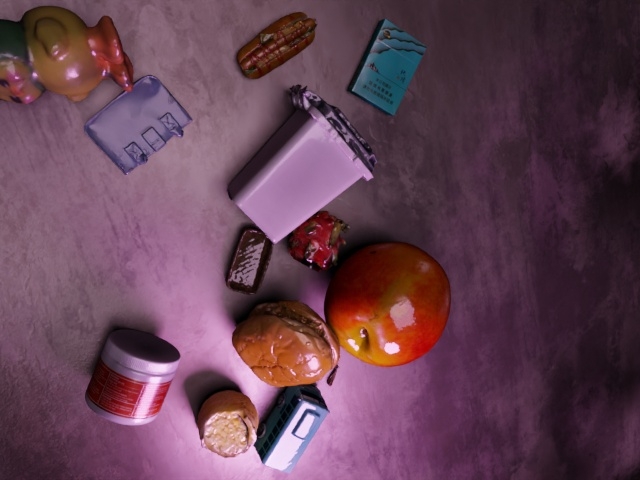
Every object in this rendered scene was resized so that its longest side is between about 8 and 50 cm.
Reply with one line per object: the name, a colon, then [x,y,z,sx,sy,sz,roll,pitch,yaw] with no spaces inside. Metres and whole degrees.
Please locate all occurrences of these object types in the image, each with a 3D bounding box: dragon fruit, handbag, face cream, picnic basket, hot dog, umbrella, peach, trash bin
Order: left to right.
face cream: [-0.504,0.366,1.433,0.201,0.201,0.187,21,95,-24]
handbag: [-0.462,-0.295,1.363,0.229,0.062,0.179,-43,117,-6]
picnic basket: [-0.207,0.058,1.549,0.110,0.055,0.193,17,96,-25]
hot dog: [-0.111,-0.530,1.429,0.250,0.076,0.104,-34,112,-8]
trash bin: [-0.075,-0.204,1.445,0.368,0.256,0.296,-42,116,2]
dragon fruit: [0.000,0.000,1.563,0.167,0.160,0.172,29,87,17]
umbrella: [0.041,0.453,1.761,0.020,0.031,0.083,29,90,7]
peach: [0.206,0.177,1.578,0.388,0.388,0.388,-5,105,-20]

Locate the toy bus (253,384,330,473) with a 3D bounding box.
toy bus: [-0.090,0.584,1.678,0.128,0.147,0.256,32,92,-26]

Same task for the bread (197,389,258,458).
bread: [-0.274,0.553,1.588,0.197,0.170,0.197,-1,96,-11]

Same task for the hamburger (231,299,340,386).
hamburger: [-0.092,0.309,1.537,0.318,0.319,0.158,53,41,-23]

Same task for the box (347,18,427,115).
box: [0.197,-0.508,1.569,0.161,0.042,0.226,24,94,-25]

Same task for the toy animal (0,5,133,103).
toy animal: [-0.616,-0.423,1.203,0.338,0.216,0.191,-14,72,-12]
